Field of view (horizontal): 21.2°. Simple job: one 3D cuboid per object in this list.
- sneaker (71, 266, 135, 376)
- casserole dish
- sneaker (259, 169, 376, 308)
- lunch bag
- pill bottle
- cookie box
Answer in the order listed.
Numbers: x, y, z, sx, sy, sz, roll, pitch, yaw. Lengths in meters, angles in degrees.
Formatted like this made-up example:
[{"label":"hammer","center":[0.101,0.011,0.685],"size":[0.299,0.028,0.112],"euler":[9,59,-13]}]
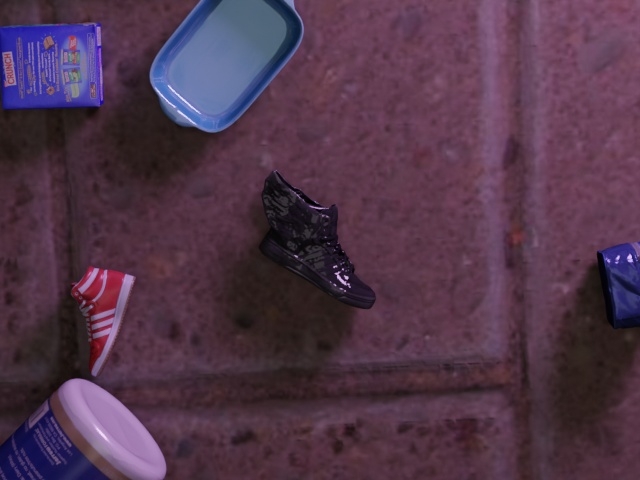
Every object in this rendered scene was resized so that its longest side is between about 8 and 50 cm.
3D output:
[{"label":"sneaker","center":[-0.253,0.087,1.889],"size":[0.067,0.042,0.118],"euler":[18,90,-5]},{"label":"casserole dish","center":[-0.101,-0.204,1.853],"size":[0.114,0.037,0.188],"euler":[40,97,-4]},{"label":"sneaker","center":[0.000,0.000,1.870],"size":[0.170,0.051,0.089],"euler":[29,101,0]},{"label":"lunch bag","center":[0.343,0.052,1.863],"size":[0.065,0.067,0.098],"euler":[-10,98,3]},{"label":"pill bottle","center":[-0.308,0.290,1.861],"size":[0.153,0.153,0.264],"euler":[45,97,-5]},{"label":"cookie box","center":[-0.292,-0.190,1.855],"size":[0.107,0.040,0.092],"euler":[-1,98,1]}]
